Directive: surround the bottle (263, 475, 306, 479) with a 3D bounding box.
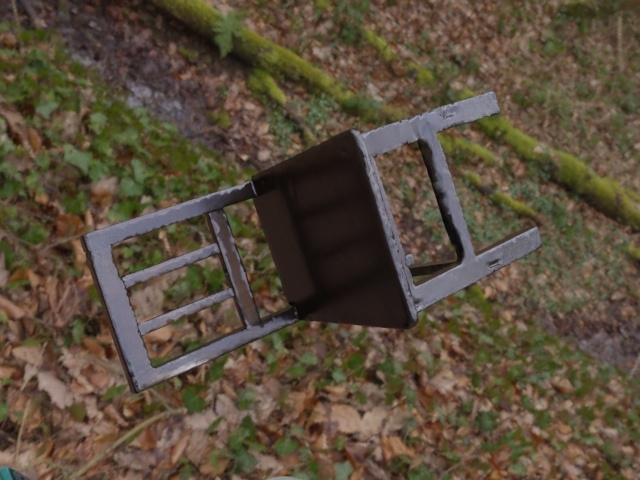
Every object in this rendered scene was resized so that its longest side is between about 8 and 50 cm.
[{"bbox_3d":[0.036,0.201,0.407,0.104,0.245,0.104,5,82,-35],"label":"bottle"}]

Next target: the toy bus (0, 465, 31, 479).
[{"bbox_3d":[-0.273,0.323,0.714,0.109,0.262,0.091,-29,47,-22],"label":"toy bus"}]

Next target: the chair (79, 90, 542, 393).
[{"bbox_3d":[0.000,0.000,0.782,0.416,0.240,0.203,-23,98,-37],"label":"chair"}]
